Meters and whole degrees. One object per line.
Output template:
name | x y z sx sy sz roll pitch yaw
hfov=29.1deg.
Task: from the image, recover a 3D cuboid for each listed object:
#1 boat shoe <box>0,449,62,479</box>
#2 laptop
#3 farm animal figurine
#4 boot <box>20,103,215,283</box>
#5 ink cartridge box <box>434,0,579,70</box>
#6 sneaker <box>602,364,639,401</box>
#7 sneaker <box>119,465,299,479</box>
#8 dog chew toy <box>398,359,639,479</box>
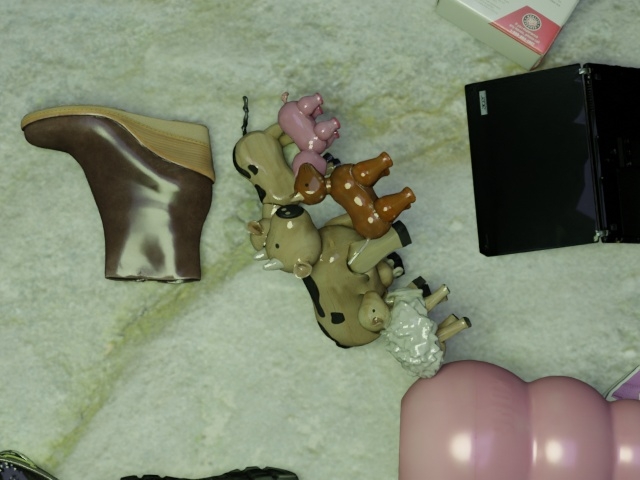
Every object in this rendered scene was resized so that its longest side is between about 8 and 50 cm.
boat shoe | -0.314 0.333 1.477 0.227 0.069 0.081 34 81 3
laptop | 0.343 -0.100 1.607 0.264 0.136 0.234 1 81 -29
farm animal figurine | 0.000 0.000 1.477 0.172 0.330 0.327 -32 112 -10
boot | -0.258 -0.056 1.531 0.248 0.090 0.207 6 79 -5
ink cartridge box | 0.272 -0.357 1.605 0.158 0.092 0.218 33 83 3
sneaker | 0.463 0.175 1.495 0.282 0.161 0.102 -30 85 -6
sneaker | -0.153 0.331 1.460 0.267 0.101 0.106 0 92 -14
dog chew toy | 0.257 0.246 1.439 0.331 0.206 0.207 2 81 5
